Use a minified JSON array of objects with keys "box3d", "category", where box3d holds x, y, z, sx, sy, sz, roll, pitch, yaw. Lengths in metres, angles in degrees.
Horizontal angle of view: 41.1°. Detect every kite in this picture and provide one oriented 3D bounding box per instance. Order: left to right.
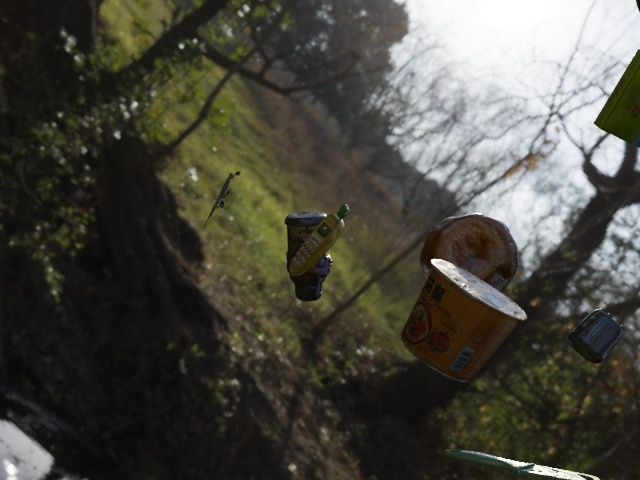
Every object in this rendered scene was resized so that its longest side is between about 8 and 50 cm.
[{"box3d":[-0.250,-0.127,2.206,0.015,0.169,0.310,28,-15,-11],"category":"kite"}]

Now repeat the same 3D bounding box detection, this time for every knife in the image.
[{"box3d":[0.244,0.281,1.056,0.207,0.014,0.030,2,6,35],"category":"knife"}]

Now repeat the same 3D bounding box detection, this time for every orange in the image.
[{"box3d":[0.374,0.054,2.157,0.249,0.249,0.183,45,-5,4],"category":"orange"}]

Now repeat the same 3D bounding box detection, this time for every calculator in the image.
[{"box3d":[0.000,0.000,2.267,0.032,0.235,0.146,41,2,-18],"category":"calculator"}]

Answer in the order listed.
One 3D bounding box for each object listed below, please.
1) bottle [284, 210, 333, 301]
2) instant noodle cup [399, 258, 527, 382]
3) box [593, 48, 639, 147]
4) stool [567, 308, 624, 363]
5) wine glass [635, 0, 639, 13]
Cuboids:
[{"box3d":[-0.033,0.052,2.614,0.156,0.143,0.271,-156,-119,-64],"category":"bottle"},{"box3d":[0.267,0.160,1.665,0.215,0.172,0.216,29,12,-7],"category":"instant noodle cup"},{"box3d":[0.789,-0.268,1.876,0.335,0.187,0.047,22,20,-15],"category":"box"},{"box3d":[0.619,0.214,1.915,0.096,0.110,0.096,43,-2,2],"category":"stool"},{"box3d":[0.733,-0.493,1.815,0.222,0.103,0.103,52,-2,-21],"category":"wine glass"}]
